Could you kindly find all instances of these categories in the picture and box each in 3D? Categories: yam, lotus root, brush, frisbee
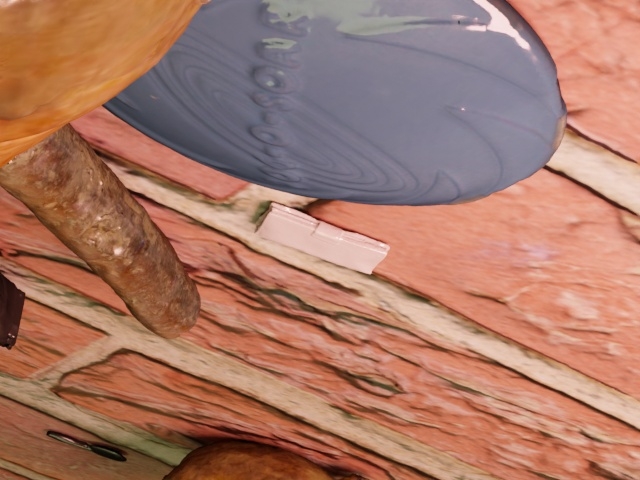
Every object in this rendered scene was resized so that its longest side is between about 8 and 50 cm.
[{"bbox_3d":[-0.142,-0.010,1.107,0.061,0.061,0.274,5,155,23],"label":"yam"},{"bbox_3d":[-0.053,0.242,1.537,0.214,0.138,0.138,-6,150,19],"label":"lotus root"},{"bbox_3d":[-0.230,0.203,1.693,0.083,0.008,0.024,19,158,-6],"label":"brush"},{"bbox_3d":[-0.017,-0.077,0.893,0.289,0.049,0.289,13,156,6],"label":"frisbee"}]

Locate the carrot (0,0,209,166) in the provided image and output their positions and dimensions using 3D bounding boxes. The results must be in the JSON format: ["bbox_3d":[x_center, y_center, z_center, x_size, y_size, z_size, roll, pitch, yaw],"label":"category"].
[{"bbox_3d":[-0.156,-0.136,0.653,0.224,0.224,0.340,24,162,-18],"label":"carrot"}]

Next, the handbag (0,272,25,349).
[{"bbox_3d":[-0.353,0.002,1.254,0.246,0.080,0.223,10,163,10],"label":"handbag"}]

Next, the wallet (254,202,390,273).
[{"bbox_3d":[0.000,0.000,1.100,0.083,0.011,0.044,20,156,-9],"label":"wallet"}]
